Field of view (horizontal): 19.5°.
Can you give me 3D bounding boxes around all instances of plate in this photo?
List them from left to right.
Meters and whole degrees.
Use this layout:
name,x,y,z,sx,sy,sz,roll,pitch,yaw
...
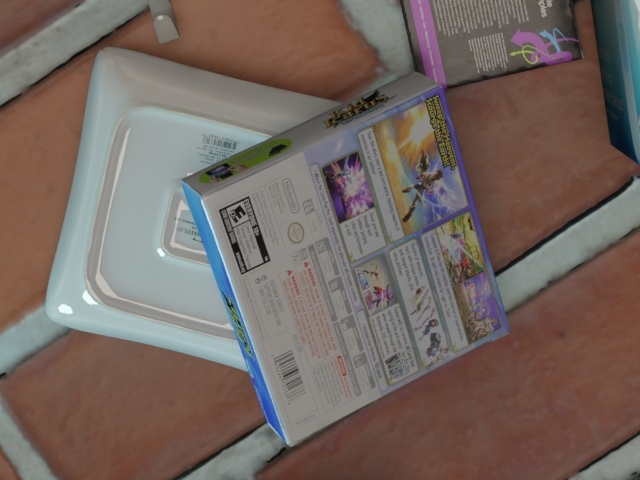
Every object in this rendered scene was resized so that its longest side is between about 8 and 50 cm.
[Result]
name,x,y,z,sx,sy,sz,roll,pitch,yaw
plate,-0.108,-0.017,1.740,0.277,0.045,0.278,15,103,5

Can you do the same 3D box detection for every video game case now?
name,x,y,z,sx,sy,sz,roll,pitch,yaw
video game case,0.028,0.016,1.696,0.244,0.061,0.270,-25,118,-15

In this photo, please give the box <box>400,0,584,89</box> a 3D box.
name,x,y,z,sx,sy,sz,roll,pitch,yaw
box,0.162,-0.213,1.781,0.162,0.029,0.116,-12,101,2

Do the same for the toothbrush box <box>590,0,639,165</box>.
name,x,y,z,sx,sy,sz,roll,pitch,yaw
toothbrush box,0.321,-0.224,1.688,0.126,0.216,0.296,-9,101,0

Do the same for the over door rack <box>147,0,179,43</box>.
name,x,y,z,sx,sy,sz,roll,pitch,yaw
over door rack,-0.296,-0.312,1.724,0.239,0.108,0.324,-17,115,2
